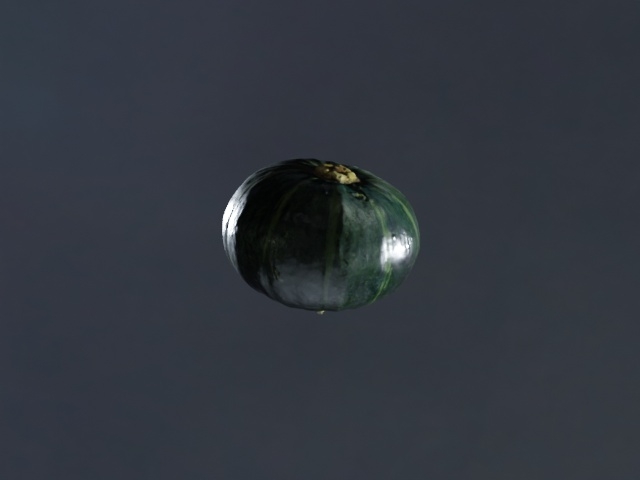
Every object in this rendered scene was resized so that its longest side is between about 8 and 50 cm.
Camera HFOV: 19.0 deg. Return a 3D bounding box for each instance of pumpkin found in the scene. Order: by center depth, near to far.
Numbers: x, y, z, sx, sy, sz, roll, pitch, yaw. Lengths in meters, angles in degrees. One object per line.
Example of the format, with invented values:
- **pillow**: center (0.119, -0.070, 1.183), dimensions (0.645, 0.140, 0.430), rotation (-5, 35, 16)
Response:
- **pumpkin**: center (0.000, -0.003, 1.606), dimensions (0.167, 0.125, 0.167), rotation (24, 16, -7)
